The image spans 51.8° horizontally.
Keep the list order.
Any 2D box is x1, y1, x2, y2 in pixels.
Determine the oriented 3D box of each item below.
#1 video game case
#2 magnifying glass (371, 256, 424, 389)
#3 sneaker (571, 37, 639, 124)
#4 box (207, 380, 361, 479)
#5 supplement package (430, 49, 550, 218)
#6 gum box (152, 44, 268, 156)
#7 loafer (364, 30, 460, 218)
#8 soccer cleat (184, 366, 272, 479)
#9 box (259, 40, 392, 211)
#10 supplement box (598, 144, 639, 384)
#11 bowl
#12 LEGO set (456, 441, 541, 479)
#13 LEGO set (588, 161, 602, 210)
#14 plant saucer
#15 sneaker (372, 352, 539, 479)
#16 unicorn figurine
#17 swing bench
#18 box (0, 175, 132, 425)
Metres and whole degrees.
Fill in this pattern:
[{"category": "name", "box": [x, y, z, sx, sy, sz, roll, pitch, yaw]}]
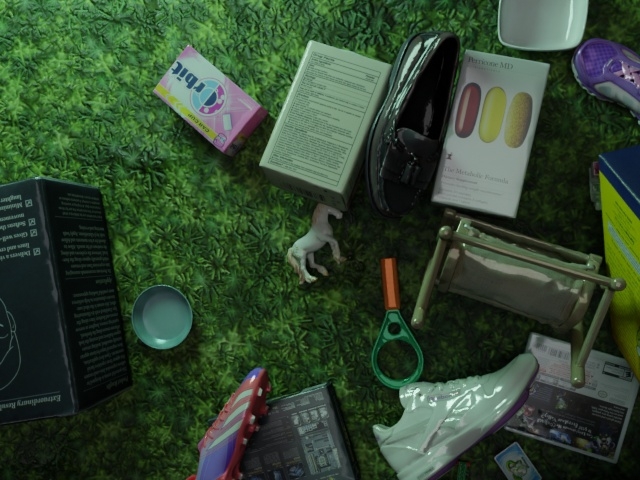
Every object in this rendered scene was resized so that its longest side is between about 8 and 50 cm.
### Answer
[{"category": "video game case", "box": [0.425, 0.263, 1.110, 0.190, 0.022, 0.173, 16, 92, 8]}, {"category": "magnifying glass", "box": [0.130, 0.145, 1.160, 0.092, 0.026, 0.231, -5, 91, 10]}, {"category": "sneaker", "box": [0.514, -0.248, 1.055, 0.236, 0.104, 0.095, 41, 98, 8]}, {"category": "box", "box": [-0.064, 0.372, 1.170, 0.232, 0.059, 0.184, -19, 84, 10]}, {"category": "supplement package", "box": [0.272, -0.166, 1.079, 0.138, 0.134, 0.244, 12, 92, 9]}, {"category": "gum box", "box": [-0.202, -0.254, 1.194, 0.188, 0.062, 0.107, 41, 96, 7]}, {"category": "loafer", "box": [0.146, -0.181, 1.025, 0.109, 0.095, 0.303, 12, 91, -24]}, {"category": "soccer cleat", "box": [-0.158, 0.327, 1.121, 0.095, 0.083, 0.248, 19, 95, 16]}, {"category": "box", "box": [0.015, -0.188, 1.106, 0.148, 0.127, 0.233, 20, 82, 10]}, {"category": "supplement box", "box": [0.532, 0.048, 0.928, 0.194, 0.195, 0.357, -14, 121, 9]}, {"category": "bowl", "box": [0.370, -0.383, 1.105, 0.141, 0.053, 0.142, 6, 90, 10]}, {"category": "LEGO set", "box": [0.295, 0.444, 1.131, 0.182, 0.060, 0.244, -34, 86, -4]}, {"category": "LEGO set", "box": [0.582, -0.086, 1.041, 0.286, 0.107, 0.132, -10, 88, 9]}, {"category": "plant saucer", "box": [-0.292, 0.142, 1.229, 0.119, 0.021, 0.120, 0, 89, 9]}, {"category": "sneaker", "box": [0.219, 0.270, 1.084, 0.305, 0.114, 0.152, -40, 70, 4]}, {"category": "unicorn figurine", "box": [0.000, 0.000, 1.159, 0.162, 0.060, 0.111, -35, 74, 13]}, {"category": "swing bench", "box": [0.289, 0.063, 1.008, 0.253, 0.255, 0.165, 18, 106, 8]}, {"category": "box", "box": [-0.541, 0.113, 1.175, 0.293, 0.212, 0.396, -10, 87, 9]}]
